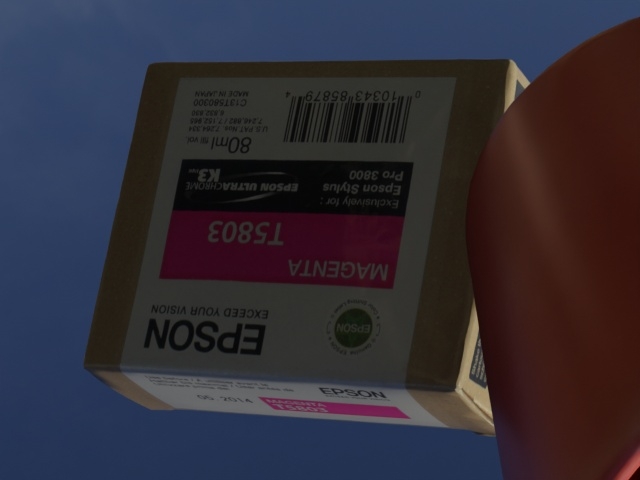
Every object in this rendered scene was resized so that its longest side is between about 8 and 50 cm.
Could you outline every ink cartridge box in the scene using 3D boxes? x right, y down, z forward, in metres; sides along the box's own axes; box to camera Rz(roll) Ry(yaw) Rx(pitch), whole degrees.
[{"bbox_3d":[0.000,0.000,1.029,0.235,0.088,0.193,1,-110,25],"label":"ink cartridge box"}]

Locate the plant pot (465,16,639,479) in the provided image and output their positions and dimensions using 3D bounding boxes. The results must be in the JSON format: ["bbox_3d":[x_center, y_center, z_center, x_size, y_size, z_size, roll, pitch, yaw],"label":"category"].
[{"bbox_3d":[0.181,0.046,0.740,0.275,0.275,0.243,-8,-142,-9],"label":"plant pot"}]
